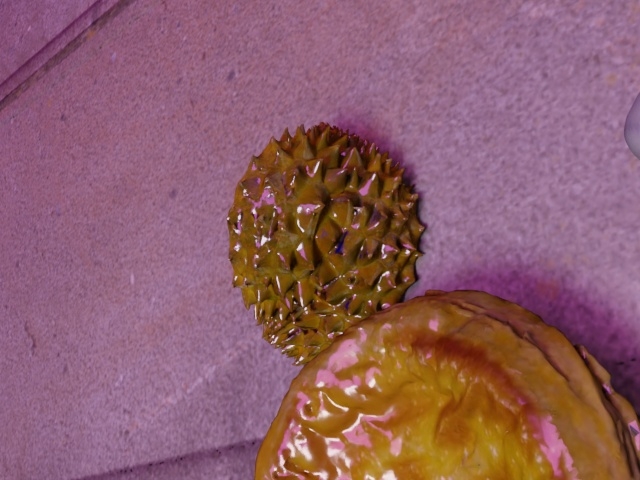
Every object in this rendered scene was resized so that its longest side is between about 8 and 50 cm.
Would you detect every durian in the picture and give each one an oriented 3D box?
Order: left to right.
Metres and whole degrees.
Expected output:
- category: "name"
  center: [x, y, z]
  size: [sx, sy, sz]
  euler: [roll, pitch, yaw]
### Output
- category: "durian"
  center: [0.002, -0.001, 0.671]
  size: [0.182, 0.165, 0.132]
  euler: [-48, 0, -9]

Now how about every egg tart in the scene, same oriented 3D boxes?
- category: "egg tart"
  center: [0.077, 0.178, 0.505]
  size: [0.295, 0.116, 0.294]
  euler: [-22, 58, 41]

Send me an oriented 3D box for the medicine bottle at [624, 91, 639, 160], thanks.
- category: "medicine bottle"
  center: [0.282, -0.133, 0.371]
  size: [0.170, 0.170, 0.293]
  euler: [39, 103, 46]
